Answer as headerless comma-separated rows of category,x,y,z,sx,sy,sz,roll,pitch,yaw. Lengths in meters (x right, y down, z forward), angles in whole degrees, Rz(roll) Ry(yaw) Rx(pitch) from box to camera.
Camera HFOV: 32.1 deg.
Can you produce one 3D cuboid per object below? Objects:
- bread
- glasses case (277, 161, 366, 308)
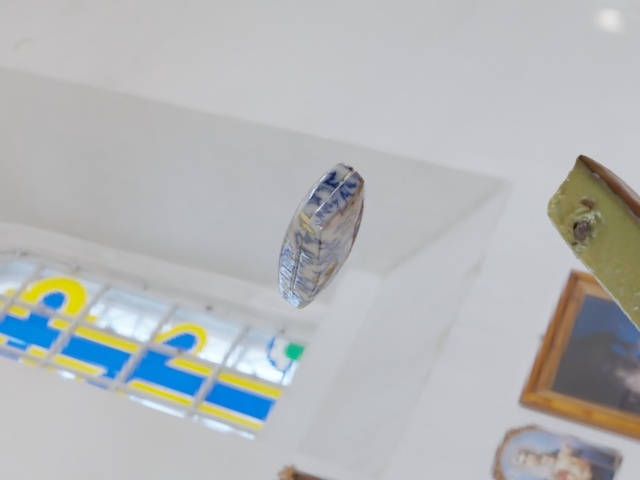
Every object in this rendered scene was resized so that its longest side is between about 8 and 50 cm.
bread,0.320,0.086,0.888,0.077,0.361,0.138,-45,-35,14
glasses case,0.000,0.000,1.151,0.087,0.065,0.248,-53,-9,-21
